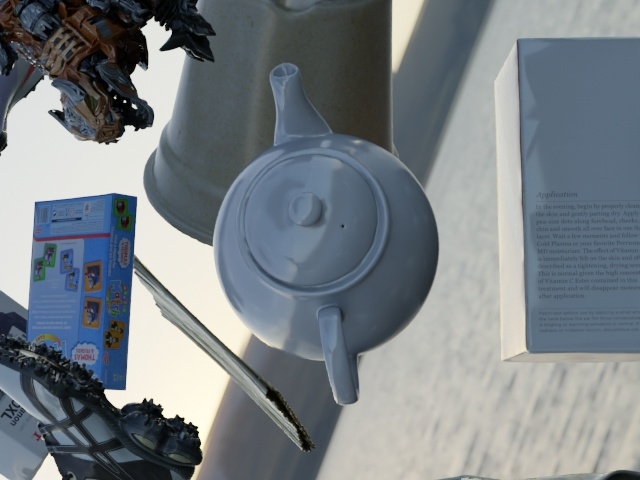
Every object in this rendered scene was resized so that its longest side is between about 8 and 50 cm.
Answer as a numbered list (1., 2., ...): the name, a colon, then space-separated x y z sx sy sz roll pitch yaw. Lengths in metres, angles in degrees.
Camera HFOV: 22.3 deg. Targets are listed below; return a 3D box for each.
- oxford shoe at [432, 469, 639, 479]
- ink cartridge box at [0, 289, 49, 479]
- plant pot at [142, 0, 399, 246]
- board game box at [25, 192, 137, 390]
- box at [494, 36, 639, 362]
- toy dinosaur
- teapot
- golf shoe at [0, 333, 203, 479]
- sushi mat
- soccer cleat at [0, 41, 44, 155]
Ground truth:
1. oxford shoe: 0.236 0.341 1.889 0.130 0.449 0.169 93 176 -63
2. ink cartridge box: -0.415 0.172 2.052 0.100 0.237 0.172 -49 7 48
3. plant pot: -0.040 -0.191 1.951 0.334 0.334 0.305 -66 -14 -56
4. board game box: -0.267 0.058 1.792 0.160 0.039 0.211 -3 81 48
5. box: 0.295 -0.038 1.835 0.215 0.168 0.345 96 174 -82
6. toy dinosaur: -0.203 -0.230 1.428 0.164 0.218 0.322 137 117 -66
7. teapot: 0.000 0.000 1.634 0.252 0.256 0.187 -55 -15 -7
8. golf shoe: -0.191 0.146 1.244 0.094 0.198 0.077 -60 2 9
9. sushi mat: -0.124 0.132 1.947 0.019 0.316 0.151 -41 -41 -11
10. soccer cleat: -0.434 -0.181 2.018 0.109 0.116 0.318 -13 40 38
